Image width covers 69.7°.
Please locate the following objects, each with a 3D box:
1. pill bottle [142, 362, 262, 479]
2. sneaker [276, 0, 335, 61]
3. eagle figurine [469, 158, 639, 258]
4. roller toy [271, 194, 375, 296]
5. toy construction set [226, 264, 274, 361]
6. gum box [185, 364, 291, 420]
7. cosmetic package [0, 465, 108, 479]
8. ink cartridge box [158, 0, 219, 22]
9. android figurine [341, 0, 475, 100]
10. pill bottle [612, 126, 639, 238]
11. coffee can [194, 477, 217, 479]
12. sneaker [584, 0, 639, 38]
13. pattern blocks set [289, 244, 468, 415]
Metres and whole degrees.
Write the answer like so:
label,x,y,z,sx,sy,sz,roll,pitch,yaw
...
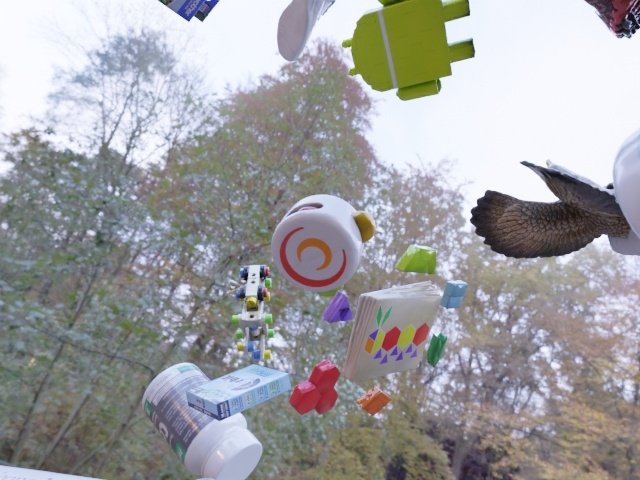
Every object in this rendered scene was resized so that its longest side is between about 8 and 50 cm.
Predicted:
label,x,y,z,sx,sy,sz,roll,pitch,yaw
pill bottle,-0.351,0.548,1.363,0.361,0.204,0.204,32,-19,33
sneaker,-0.014,-0.444,0.877,0.080,0.094,0.212,44,-49,22
eagle figurine,0.453,-0.065,0.820,0.225,0.298,0.226,38,-40,58
roller toy,0.000,0.000,1.014,0.191,0.146,0.209,30,-62,-1
toy construction set,-0.218,0.206,1.479,0.151,0.328,0.215,-11,-54,-13
gum box,-0.187,0.339,1.044,0.184,0.041,0.157,-12,4,-39
cosmetic package,-0.417,0.453,0.414,0.329,0.328,0.393,-8,-6,24
ink cartridge box,-0.344,-0.650,1.068,0.186,0.065,0.311,-38,-33,25
android figurine,0.181,-0.417,0.974,0.272,0.056,0.248,-8,-56,21
pill bottle,0.325,-0.079,0.258,0.146,0.146,0.264,25,-29,-4
coffee can,-0.265,0.536,0.725,0.275,0.201,0.201,-33,-50,12
sneaker,0.477,-0.436,0.760,0.276,0.098,0.135,13,29,-49
pattern blocks set,0.111,0.142,0.713,0.324,0.285,0.026,16,9,-44
